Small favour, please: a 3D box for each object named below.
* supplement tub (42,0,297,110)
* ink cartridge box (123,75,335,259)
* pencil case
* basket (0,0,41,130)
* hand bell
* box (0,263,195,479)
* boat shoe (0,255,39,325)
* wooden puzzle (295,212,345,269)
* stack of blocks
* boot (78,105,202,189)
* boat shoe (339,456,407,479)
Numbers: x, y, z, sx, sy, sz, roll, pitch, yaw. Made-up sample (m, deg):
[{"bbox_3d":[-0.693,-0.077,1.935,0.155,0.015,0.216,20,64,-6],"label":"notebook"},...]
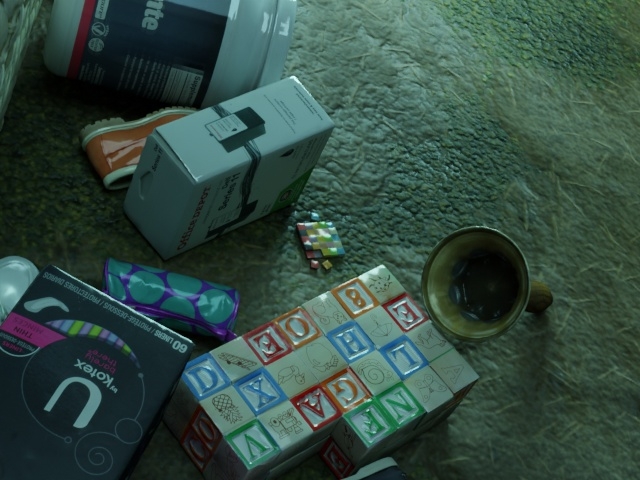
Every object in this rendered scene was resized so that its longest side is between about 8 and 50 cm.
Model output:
[{"bbox_3d":[-0.181,-0.260,1.583,0.272,0.191,0.191,13,49,-13],"label":"supplement tub"},{"bbox_3d":[-0.105,-0.082,1.500,0.208,0.153,0.087,-26,68,-35],"label":"ink cartridge box"},{"bbox_3d":[-0.163,0.066,1.413,0.151,0.064,0.070,14,33,-12],"label":"pencil case"},{"bbox_3d":[-0.425,-0.232,1.311,0.266,0.331,0.328,18,25,-12],"label":"basket"},{"bbox_3d":[0.221,0.058,1.526,0.126,0.126,0.242,54,19,22],"label":"hand bell"},{"bbox_3d":[-0.250,0.184,1.178,0.165,0.143,0.270,27,48,0],"label":"box"},{"bbox_3d":[-0.337,0.088,1.312,0.083,0.076,0.226,25,47,-3],"label":"boat shoe"},{"bbox_3d":[0.000,0.000,1.576,0.049,0.006,0.083,-4,55,-26],"label":"wooden puzzle"},{"bbox_3d":[0.001,0.162,1.390,0.297,0.087,0.171,-25,66,-36],"label":"stack of blocks"},{"bbox_3d":[-0.195,-0.105,1.548,0.158,0.059,0.085,-16,64,-23],"label":"boot"},{"bbox_3d":[0.017,0.281,1.311,0.206,0.075,0.065,-20,60,-40],"label":"boat shoe"}]
